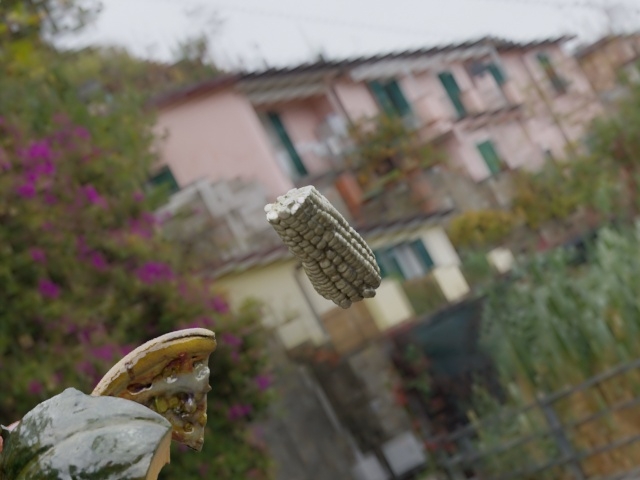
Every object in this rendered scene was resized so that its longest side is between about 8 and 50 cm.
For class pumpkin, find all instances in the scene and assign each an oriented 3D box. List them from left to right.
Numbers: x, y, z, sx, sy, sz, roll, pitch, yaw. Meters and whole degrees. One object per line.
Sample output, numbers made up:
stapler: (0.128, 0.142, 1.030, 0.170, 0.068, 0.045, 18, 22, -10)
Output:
pumpkin: (-0.211, 0.271, 1.507, 0.163, 0.278, 0.111, 4, 31, 13)

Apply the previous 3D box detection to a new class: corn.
corn: (0.000, 0.000, 2.106, 0.087, 0.087, 0.211, -29, -48, 8)

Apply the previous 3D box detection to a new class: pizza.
pizza: (-0.205, 0.212, 2.268, 0.185, 0.176, 0.036, -20, 19, -9)

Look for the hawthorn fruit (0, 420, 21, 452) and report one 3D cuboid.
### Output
hawthorn fruit: (-0.294, 0.241, 1.825, 0.128, 0.128, 0.128, -27, -10, -5)
